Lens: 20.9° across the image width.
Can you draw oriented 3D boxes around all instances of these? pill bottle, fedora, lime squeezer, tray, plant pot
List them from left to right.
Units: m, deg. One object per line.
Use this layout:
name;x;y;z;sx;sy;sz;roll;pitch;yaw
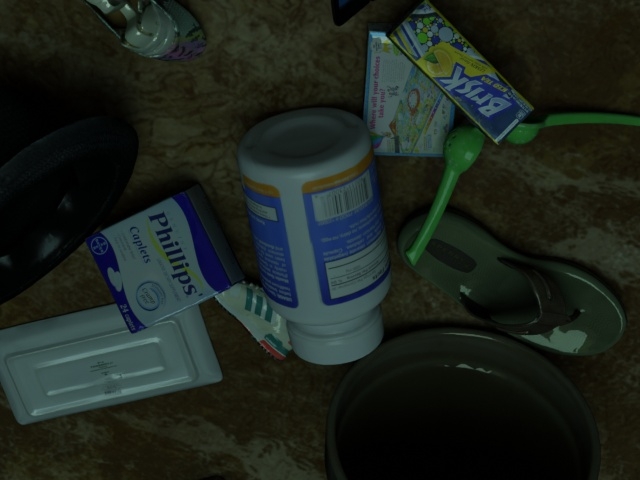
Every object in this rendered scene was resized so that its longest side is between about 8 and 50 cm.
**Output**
fedora;-0.357;-0.060;1.904;0.334;0.334;0.152;-45;77;22
tray;-0.267;0.150;2.127;0.270;0.030;0.145;-13;122;7
pill bottle;0.000;0.000;1.971;0.152;0.152;0.272;-8;122;3
plant pot;0.156;0.316;2.100;0.323;0.323;0.280;3;137;-3
lime squeezer;0.210;-0.098;1.945;0.310;0.059;0.110;-31;93;-4

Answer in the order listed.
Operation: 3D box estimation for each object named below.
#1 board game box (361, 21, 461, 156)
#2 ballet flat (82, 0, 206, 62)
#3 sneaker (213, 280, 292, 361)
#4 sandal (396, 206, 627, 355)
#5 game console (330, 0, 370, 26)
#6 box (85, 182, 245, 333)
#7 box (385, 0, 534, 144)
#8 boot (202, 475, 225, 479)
board game box;0.100;-0.168;1.943;0.103;0.026;0.154;2;121;-3
ballet flat;-0.215;-0.253;1.854;0.077;0.079;0.221;-41;114;20
sneaker;-0.075;0.069;2.075;0.075;0.057;0.161;-43;111;0
sandal;0.222;0.066;2.052;0.303;0.086;0.120;24;118;-15
game console;0.067;-0.309;1.823;0.124;0.085;0.144;-6;122;2
box;-0.178;0.020;1.997;0.137;0.072;0.126;-26;92;13
box;0.150;-0.182;1.873;0.169;0.054;0.059;44;95;-7
boot;-0.168;0.351;2.201;0.106;0.114;0.037;-22;119;11
